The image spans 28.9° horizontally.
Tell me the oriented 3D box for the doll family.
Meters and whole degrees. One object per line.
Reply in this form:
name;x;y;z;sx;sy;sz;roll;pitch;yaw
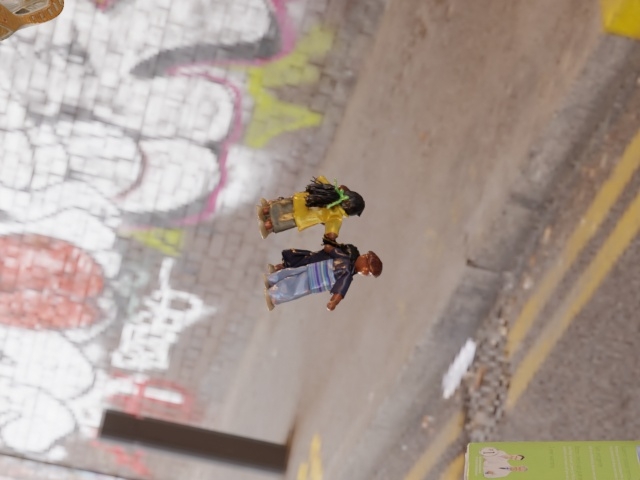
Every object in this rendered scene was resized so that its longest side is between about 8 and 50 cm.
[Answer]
doll family;0.000;0.000;1.181;0.076;0.111;0.193;73;-172;-54

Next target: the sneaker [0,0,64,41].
sneaker;-0.226;-0.161;0.893;0.037;0.083;0.032;-157;53;-68

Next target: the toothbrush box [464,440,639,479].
toothbrush box;0.258;0.273;0.971;0.122;0.283;0.206;-71;-22;-70
